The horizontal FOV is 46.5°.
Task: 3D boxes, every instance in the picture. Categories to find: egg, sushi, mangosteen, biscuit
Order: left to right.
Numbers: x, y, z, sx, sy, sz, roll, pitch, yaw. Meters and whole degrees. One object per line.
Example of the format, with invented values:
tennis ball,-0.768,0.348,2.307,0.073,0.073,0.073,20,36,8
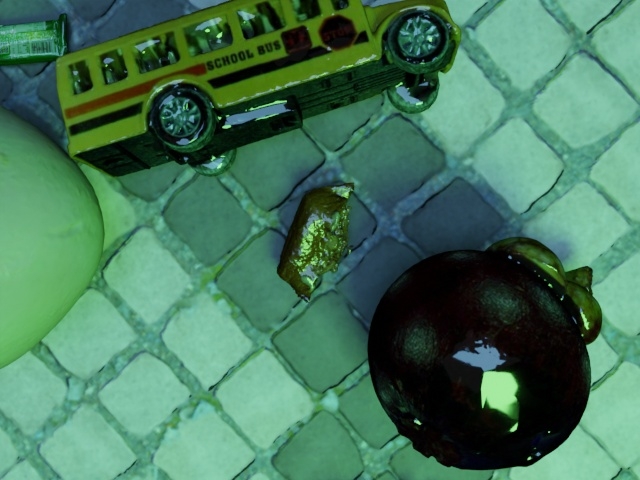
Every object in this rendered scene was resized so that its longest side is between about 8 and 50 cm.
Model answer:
egg,-0.269,0.006,0.632,0.161,0.206,0.271,-9,131,-29
biscuit,-0.281,-0.187,0.706,0.089,0.016,0.046,-5,92,1
sushi,0.000,-0.001,0.695,0.060,0.061,0.118,19,114,-8
mangosteen,0.149,0.084,0.641,0.194,0.194,0.230,47,66,-2

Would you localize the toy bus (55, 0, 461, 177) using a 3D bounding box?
toy bus,-0.052,-0.146,0.655,0.335,0.121,0.123,-17,82,3
